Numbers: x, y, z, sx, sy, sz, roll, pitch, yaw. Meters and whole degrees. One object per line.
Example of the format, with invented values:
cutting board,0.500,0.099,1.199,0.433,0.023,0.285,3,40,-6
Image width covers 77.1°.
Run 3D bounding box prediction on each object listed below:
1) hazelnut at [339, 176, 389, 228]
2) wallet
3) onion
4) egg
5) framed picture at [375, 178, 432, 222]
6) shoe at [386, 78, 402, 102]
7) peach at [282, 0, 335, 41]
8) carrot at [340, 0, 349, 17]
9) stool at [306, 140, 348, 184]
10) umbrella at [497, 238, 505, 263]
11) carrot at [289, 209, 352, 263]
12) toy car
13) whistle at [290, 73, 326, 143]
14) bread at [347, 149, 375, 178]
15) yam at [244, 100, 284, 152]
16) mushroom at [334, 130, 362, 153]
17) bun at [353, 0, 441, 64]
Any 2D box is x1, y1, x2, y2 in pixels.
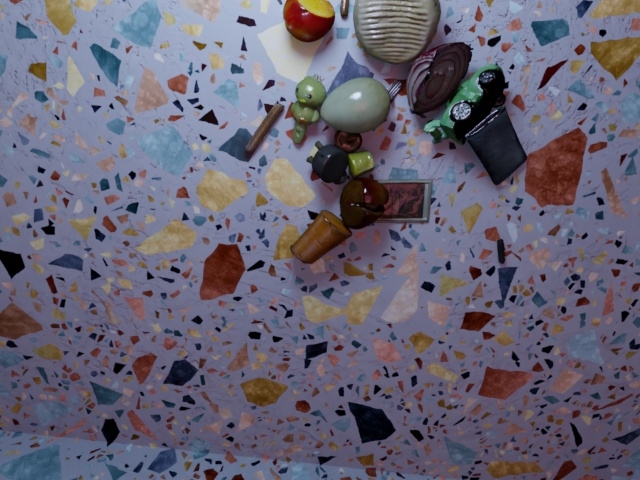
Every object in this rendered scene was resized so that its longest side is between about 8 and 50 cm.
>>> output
hazelnut,0.195,-0.168,1.839,0.216,0.217,0.252,21,119,-8
wallet,0.776,-0.399,1.745,0.190,0.046,0.378,-41,135,16
onion,0.476,-0.687,1.657,0.279,0.146,0.315,-26,149,-26
egg,0.144,-0.557,1.670,0.294,0.218,0.219,-9,111,2
framed picture,0.395,-0.186,1.922,0.272,0.016,0.217,-2,111,0
shoe,0.296,-0.626,1.737,0.062,0.053,0.159,36,103,-17
peach,-0.044,-0.880,1.564,0.192,0.190,0.191,-16,111,25
carrot,0.100,-0.986,1.608,0.035,0.036,0.165,4,108,-3
stool,0.032,-0.334,1.789,0.153,0.139,0.228,-32,142,-17
umbrella,0.907,0.055,2.013,0.036,0.031,0.133,-11,111,5
carrot,0.000,0.000,1.898,0.195,0.196,0.254,38,110,-14
toy car,0.621,-0.560,1.696,0.213,0.176,0.359,16,110,-54
whistle,-0.068,-0.559,1.711,0.141,0.141,0.294,21,109,-9
bread,0.177,-0.344,1.805,0.114,0.129,0.111,-17,92,-4
yam,-0.250,-0.498,1.778,0.046,0.046,0.264,35,107,-13
mushroom,0.124,-0.448,1.784,0.126,0.085,0.109,39,132,-12
bun,0.285,-0.877,1.554,0.325,0.235,0.362,-21,129,15
